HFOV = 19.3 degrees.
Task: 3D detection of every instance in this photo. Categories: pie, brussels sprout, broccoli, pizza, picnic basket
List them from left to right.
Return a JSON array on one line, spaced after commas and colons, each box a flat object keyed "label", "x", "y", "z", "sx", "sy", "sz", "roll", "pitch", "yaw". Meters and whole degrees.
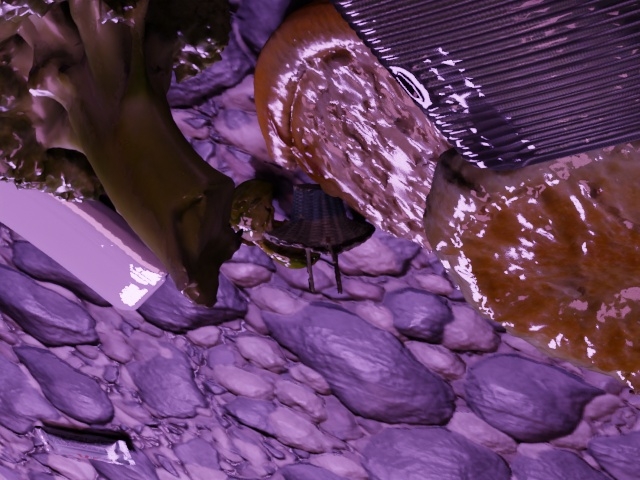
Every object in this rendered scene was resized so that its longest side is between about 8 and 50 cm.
[{"label": "broccoli", "x": -0.120, "y": -0.129, "z": 1.217, "sx": 0.302, "sy": 0.186, "sz": 0.254, "roll": 18, "pitch": 122, "yaw": 45}, {"label": "brussels sprout", "x": -0.038, "y": -0.008, "z": 1.418, "sx": 0.051, "sy": 0.046, "sz": 0.083, "roll": -8, "pitch": 130, "yaw": 50}, {"label": "picnic basket", "x": 0.000, "y": 0.000, "z": 1.374, "sx": 0.065, "sy": 0.083, "sz": 0.083, "roll": -171, "pitch": 79, "yaw": -66}, {"label": "pizza", "x": 0.052, "y": -0.058, "z": 1.307, "sx": 0.181, "sy": 0.034, "sz": 0.262, "roll": -17, "pitch": 123, "yaw": 45}, {"label": "pie", "x": 0.219, "y": 0.004, "z": 1.215, "sx": 0.306, "sy": 0.071, "sz": 0.306, "roll": 15, "pitch": 143, "yaw": 12}]

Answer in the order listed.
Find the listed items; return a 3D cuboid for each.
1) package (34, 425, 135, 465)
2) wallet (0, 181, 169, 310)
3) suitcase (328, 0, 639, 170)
[{"label": "package", "x": -0.228, "y": 0.198, "z": 1.817, "sx": 0.110, "sy": 0.015, "sz": 0.037, "roll": 6, "pitch": 137, "yaw": 32}, {"label": "wallet", "x": -0.210, "y": -0.016, "z": 1.543, "sx": 0.190, "sy": 0.033, "sz": 0.095, "roll": 36, "pitch": 142, "yaw": -8}, {"label": "suitcase", "x": 0.165, "y": -0.156, "z": 0.992, "sx": 0.312, "sy": 0.128, "sz": 0.202, "roll": -13, "pitch": 136, "yaw": 35}]
